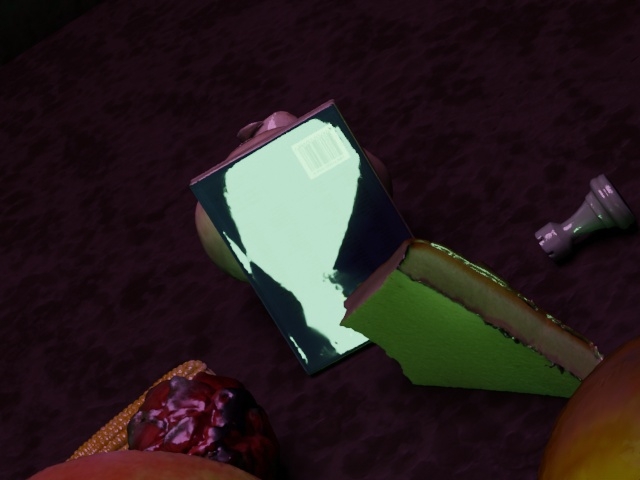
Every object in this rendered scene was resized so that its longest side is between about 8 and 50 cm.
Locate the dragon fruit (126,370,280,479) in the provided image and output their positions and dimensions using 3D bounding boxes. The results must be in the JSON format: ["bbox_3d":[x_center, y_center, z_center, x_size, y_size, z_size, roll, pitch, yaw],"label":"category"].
[{"bbox_3d":[-0.131,0.228,1.496,0.188,0.182,0.182,23,61,32],"label":"dragon fruit"}]

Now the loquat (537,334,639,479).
[{"bbox_3d":[0.313,0.225,1.011,0.328,0.360,0.328,7,12,-2],"label":"loquat"}]

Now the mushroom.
[{"bbox_3d":[-0.036,-0.059,1.706,0.246,0.246,0.202,-23,66,16],"label":"mushroom"}]

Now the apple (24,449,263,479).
[{"bbox_3d":[-0.165,0.359,1.309,0.309,0.252,0.314,-18,69,21],"label":"apple"}]

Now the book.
[{"bbox_3d":[0.000,0.000,1.589,0.191,0.269,0.025,-30,15,8],"label":"book"}]

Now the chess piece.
[{"bbox_3d":[0.292,-0.020,1.551,0.103,0.067,0.067,-36,31,12],"label":"chess piece"}]

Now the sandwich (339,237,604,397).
[{"bbox_3d":[0.153,0.105,1.458,0.063,0.245,0.212,-59,6,-28],"label":"sandwich"}]

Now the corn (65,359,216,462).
[{"bbox_3d":[-0.218,0.238,1.636,0.248,0.081,0.081,-40,33,-9],"label":"corn"}]
